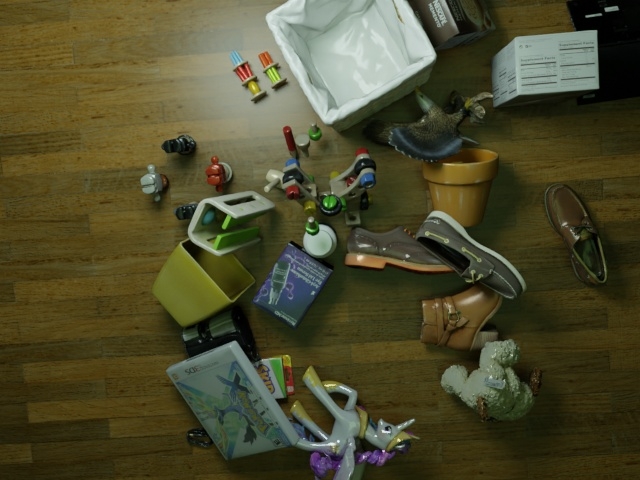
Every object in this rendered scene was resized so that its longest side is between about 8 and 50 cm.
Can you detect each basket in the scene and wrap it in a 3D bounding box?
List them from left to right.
[{"bbox_3d":[0.090,-0.503,1.687,0.331,0.266,0.328,-30,89,9],"label":"basket"}]

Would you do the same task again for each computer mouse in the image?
[{"bbox_3d":[-0.284,0.583,1.918,0.242,0.041,0.071,-7,95,4],"label":"computer mouse"}]

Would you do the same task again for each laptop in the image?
[{"bbox_3d":[0.822,-0.543,1.798,0.234,0.136,0.264,-8,69,2],"label":"laptop"}]

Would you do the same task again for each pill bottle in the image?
[{"bbox_3d":[0.000,0.000,1.795,0.094,0.169,0.094,0,94,2],"label":"pill bottle"}]

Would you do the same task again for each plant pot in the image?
[{"bbox_3d":[-0.346,0.120,1.813,0.187,0.212,0.212,-41,92,18],"label":"plant pot"},{"bbox_3d":[0.382,-0.143,1.766,0.205,0.205,0.188,-3,110,3],"label":"plant pot"}]

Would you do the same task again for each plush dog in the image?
[{"bbox_3d":[0.502,0.429,1.790,0.225,0.210,0.262,26,126,-28],"label":"plush dog"}]

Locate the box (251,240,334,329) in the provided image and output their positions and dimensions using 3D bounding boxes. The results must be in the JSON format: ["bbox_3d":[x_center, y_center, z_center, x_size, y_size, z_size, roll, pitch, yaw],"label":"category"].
[{"bbox_3d":[-0.078,0.126,1.840,0.153,0.108,0.207,31,95,-1],"label":"box"}]

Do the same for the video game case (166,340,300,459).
[{"bbox_3d":[-0.250,0.456,1.789,0.300,0.036,0.329,-26,100,37],"label":"video game case"}]

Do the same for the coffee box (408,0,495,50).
[{"bbox_3d":[0.352,-0.593,1.693,0.098,0.246,0.141,-22,94,41],"label":"coffee box"}]

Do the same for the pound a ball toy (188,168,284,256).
[{"bbox_3d":[-0.219,-0.098,1.750,0.136,0.319,0.208,30,107,11],"label":"pound a ball toy"}]

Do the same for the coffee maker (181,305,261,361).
[{"bbox_3d":[-0.291,0.297,1.848,0.178,0.120,0.171,-22,79,11],"label":"coffee maker"}]

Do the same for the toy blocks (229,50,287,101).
[{"bbox_3d":[-0.183,-0.490,1.823,0.123,0.054,0.148,-31,92,5],"label":"toy blocks"}]

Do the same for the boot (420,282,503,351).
[{"bbox_3d":[0.400,0.178,1.837,0.220,0.109,0.283,5,102,6],"label":"boot"}]

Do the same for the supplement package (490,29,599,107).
[{"bbox_3d":[0.582,-0.444,1.690,0.204,0.262,0.145,-4,95,2],"label":"supplement package"}]

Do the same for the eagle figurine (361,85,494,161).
[{"bbox_3d":[0.288,-0.306,1.732,0.298,0.226,0.225,-36,73,-8],"label":"eagle figurine"}]

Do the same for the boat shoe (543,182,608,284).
[{"bbox_3d":[0.730,-0.021,1.796,0.111,0.104,0.307,-27,93,4],"label":"boat shoe"}]

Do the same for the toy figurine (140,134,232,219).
[{"bbox_3d":[-0.381,-0.176,1.817,0.213,0.148,0.209,35,101,-3],"label":"toy figurine"}]

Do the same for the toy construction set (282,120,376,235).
[{"bbox_3d":[0.011,-0.156,1.779,0.257,0.237,0.309,-31,63,-9],"label":"toy construction set"}]

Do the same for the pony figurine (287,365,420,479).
[{"bbox_3d":[0.055,0.582,1.813,0.363,0.303,0.351,29,86,15],"label":"pony figurine"}]

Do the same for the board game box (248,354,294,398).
[{"bbox_3d":[-0.212,0.415,1.907,0.259,0.039,0.124,-7,95,0],"label":"board game box"}]

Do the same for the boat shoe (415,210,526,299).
[{"bbox_3d":[0.399,0.057,1.715,0.324,0.116,0.097,40,64,4],"label":"boat shoe"}]

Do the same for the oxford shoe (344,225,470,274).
[{"bbox_3d":[0.254,0.025,1.813,0.364,0.130,0.132,6,82,-3],"label":"oxford shoe"}]
